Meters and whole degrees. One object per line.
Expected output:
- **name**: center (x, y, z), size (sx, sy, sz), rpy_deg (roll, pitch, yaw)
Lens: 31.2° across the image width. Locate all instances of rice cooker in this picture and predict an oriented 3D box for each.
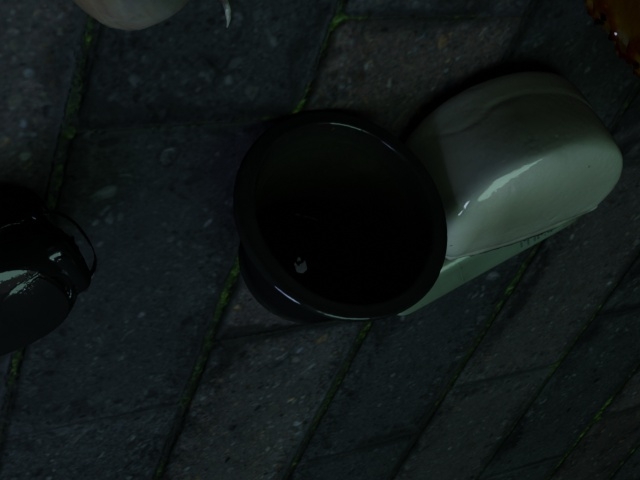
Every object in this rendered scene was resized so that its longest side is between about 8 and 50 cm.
- **rice cooker**: center (-0.313, 0.035, 1.073), size (0.203, 0.118, 0.142), rpy_deg (-27, 146, -5)

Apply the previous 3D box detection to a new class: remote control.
- **remote control**: center (0.222, 0.010, 1.540), size (0.309, 0.038, 0.090), rpy_deg (-30, 148, -2)

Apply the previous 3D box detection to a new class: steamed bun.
- **steamed bun**: center (0.219, -0.095, 1.300), size (0.242, 0.146, 0.164), rpy_deg (-18, 148, -16)

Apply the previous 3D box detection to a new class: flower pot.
- **flower pot**: center (0.000, 0.000, 1.220), size (0.235, 0.235, 0.148), rpy_deg (-12, 161, -27)

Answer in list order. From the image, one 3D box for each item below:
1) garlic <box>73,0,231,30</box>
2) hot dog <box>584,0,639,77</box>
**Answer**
- **garlic**: center (-0.141, -0.226, 0.908), size (0.148, 0.128, 0.266), rpy_deg (-12, 154, -8)
- **hot dog**: center (0.462, -0.148, 1.227), size (0.196, 0.365, 0.367), rpy_deg (-39, 144, 18)
